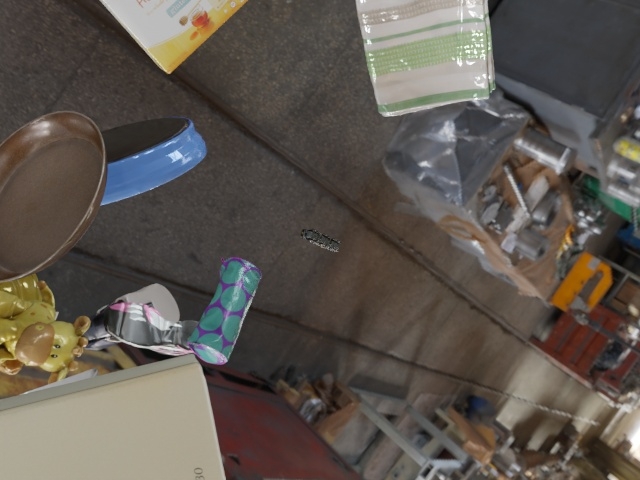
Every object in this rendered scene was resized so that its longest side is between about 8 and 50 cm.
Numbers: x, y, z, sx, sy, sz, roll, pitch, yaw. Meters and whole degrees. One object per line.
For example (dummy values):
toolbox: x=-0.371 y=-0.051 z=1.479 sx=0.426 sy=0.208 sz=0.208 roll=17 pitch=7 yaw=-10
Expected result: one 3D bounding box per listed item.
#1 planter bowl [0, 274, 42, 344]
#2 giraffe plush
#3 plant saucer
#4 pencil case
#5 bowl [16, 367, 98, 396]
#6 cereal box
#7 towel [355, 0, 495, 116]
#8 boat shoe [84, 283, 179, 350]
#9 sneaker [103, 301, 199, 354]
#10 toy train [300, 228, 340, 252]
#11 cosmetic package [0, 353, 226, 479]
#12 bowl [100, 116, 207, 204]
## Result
planter bowl: x=-0.702 y=0.137 z=1.289 sx=0.090 sy=0.217 sz=0.217 roll=3 pitch=118 yaw=-60
giraffe plush: x=-0.516 y=0.182 z=1.089 sx=0.210 sy=0.170 sz=0.182 roll=-18 pitch=124 yaw=-56
plant saucer: x=-0.465 y=-0.070 z=0.992 sx=0.311 sy=0.310 sz=0.050 roll=-51 pitch=147 yaw=-4
pencil case: x=-0.143 y=0.102 z=0.895 sx=0.064 sy=0.070 sz=0.152 roll=76 pitch=32 yaw=-59
bowl: x=-0.404 y=0.248 z=0.917 sx=0.141 sy=0.142 sz=0.053 roll=-18 pitch=92 yaw=-18
cereal box: x=-0.222 y=-0.368 z=0.792 sx=0.173 sy=0.047 sz=0.240 roll=-45 pitch=133 yaw=-3
towel: x=0.093 y=-0.181 z=0.529 sx=0.113 sy=0.023 sz=0.152 roll=-10 pitch=135 yaw=10
boat shoe: x=-0.500 y=0.201 z=1.578 sx=0.158 sy=0.127 sz=0.340 roll=-25 pitch=172 yaw=6
sneaker: x=-0.280 y=0.163 z=1.016 sx=0.178 sy=0.072 sz=0.077 roll=23 pitch=144 yaw=-22
toy train: x=0.000 y=0.000 z=1.169 sx=0.158 sy=0.036 sz=0.027 roll=23 pitch=79 yaw=-66
cosmetic package: x=-0.215 y=0.186 z=0.381 sx=0.309 sy=0.160 sz=0.113 roll=-13 pitch=176 yaw=-16
bowl: x=-0.452 y=-0.184 z=1.345 sx=0.391 sy=0.391 sz=0.077 roll=-30 pitch=120 yaw=-31
